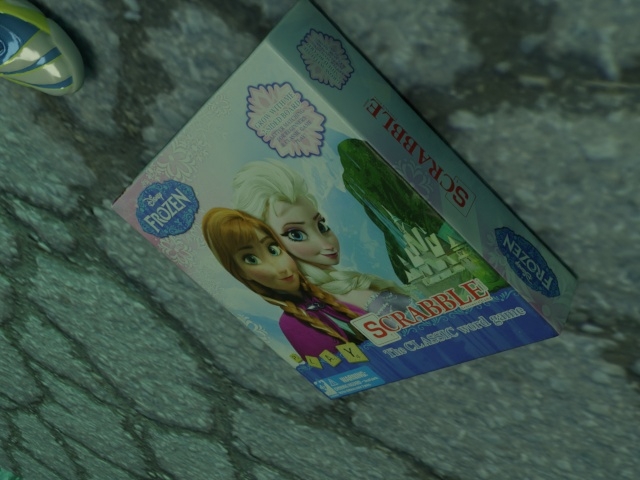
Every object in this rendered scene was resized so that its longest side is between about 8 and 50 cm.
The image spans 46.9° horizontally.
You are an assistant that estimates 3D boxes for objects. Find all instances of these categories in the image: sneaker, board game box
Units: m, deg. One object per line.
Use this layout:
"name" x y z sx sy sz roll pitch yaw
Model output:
"sneaker" -0.340 -0.176 0.666 0.240 0.126 0.091 28 143 7
"board game box" 0.000 0.000 0.667 0.318 0.066 0.318 43 142 -13
